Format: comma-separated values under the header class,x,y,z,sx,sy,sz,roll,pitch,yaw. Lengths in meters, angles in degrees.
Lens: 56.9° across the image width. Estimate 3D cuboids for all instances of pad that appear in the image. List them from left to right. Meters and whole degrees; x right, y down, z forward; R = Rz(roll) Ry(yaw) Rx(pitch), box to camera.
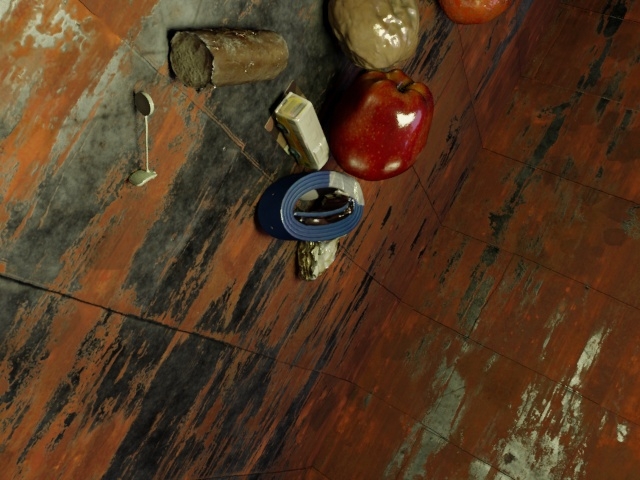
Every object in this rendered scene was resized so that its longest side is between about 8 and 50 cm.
class,x,y,z,sx,sy,sz,roll,pitch,yaw
pad,-0.074,-0.337,1.704,0.158,0.003,0.235,-60,154,-7

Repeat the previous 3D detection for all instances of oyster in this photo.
class,x,y,z,sx,sy,sz,roll,pitch,yaw
oyster,-0.002,-0.001,2.027,0.238,0.115,0.351,-35,146,-58

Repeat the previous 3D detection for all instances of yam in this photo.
class,x,y,z,sx,sy,sz,roll,pitch,yaw
yam,-0.194,-0.400,1.297,0.280,0.131,0.131,-27,136,-52

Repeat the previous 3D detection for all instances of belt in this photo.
class,x,y,z,sx,sy,sz,roll,pitch,yaw
belt,-0.023,-0.104,1.784,0.347,0.117,0.212,-12,99,-43

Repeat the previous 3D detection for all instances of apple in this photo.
class,x,y,z,sx,sy,sz,roll,pitch,yaw
apple,0.176,-0.326,1.707,0.288,0.288,0.316,-31,152,-48

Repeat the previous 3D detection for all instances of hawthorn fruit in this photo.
class,x,y,z,sx,sy,sz,roll,pitch,yaw
hawthorn fruit,0.510,-0.898,2.020,0.307,0.276,0.276,36,81,-40

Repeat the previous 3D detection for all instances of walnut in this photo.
class,x,y,z,sx,sy,sz,roll,pitch,yaw
walnut,0.147,-0.598,1.606,0.273,0.273,0.227,-50,-167,-26

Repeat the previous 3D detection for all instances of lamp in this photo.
class,x,y,z,sx,sy,sz,roll,pitch,yaw
lamp,-0.372,-0.209,1.220,0.056,0.050,0.198,-33,141,-44

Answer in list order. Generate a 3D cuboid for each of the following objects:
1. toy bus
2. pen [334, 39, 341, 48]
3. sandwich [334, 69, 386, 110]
class,x,y,z,sx,sy,sz,roll,pitch,yaw
toy bus,-0.045,-0.300,1.664,0.092,0.106,0.268,-53,153,-14
pen,0.116,-0.595,1.793,0.239,0.028,0.028,-25,134,-52
sandwich,0.146,-0.419,1.938,0.251,0.087,0.226,-54,152,-19
